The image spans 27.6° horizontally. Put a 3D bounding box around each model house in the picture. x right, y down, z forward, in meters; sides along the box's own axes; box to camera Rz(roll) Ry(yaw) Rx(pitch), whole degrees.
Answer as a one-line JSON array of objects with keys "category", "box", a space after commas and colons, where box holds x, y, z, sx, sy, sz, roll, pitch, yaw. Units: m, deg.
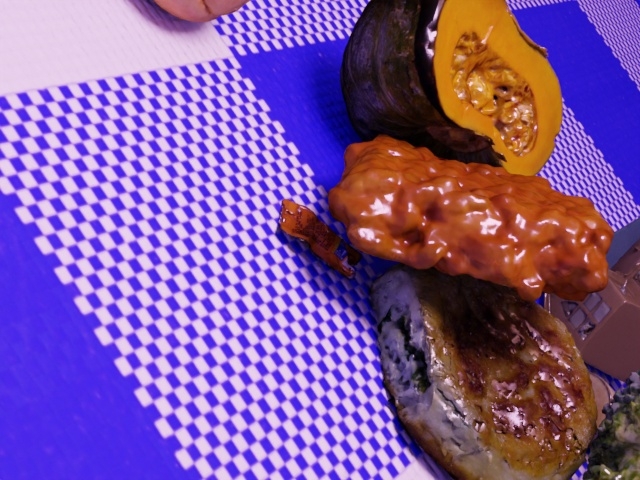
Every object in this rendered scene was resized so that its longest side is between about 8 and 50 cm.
[{"category": "model house", "box": [0.398, 0.054, 1.857, 0.181, 0.176, 0.248, 25, 23, -39]}]

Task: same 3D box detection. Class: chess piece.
[{"category": "chess piece", "box": [0.368, 0.236, 1.681, 0.200, 0.090, 0.090, 34, 32, -50]}]

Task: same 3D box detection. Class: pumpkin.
[{"category": "pumpkin", "box": [0.147, -0.218, 1.659, 0.325, 0.232, 0.242, 43, 67, -45]}]

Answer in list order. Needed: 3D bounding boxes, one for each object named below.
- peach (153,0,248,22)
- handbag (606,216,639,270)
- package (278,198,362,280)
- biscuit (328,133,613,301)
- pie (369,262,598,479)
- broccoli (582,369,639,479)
[{"category": "peach", "box": [-0.132, -0.334, 1.466, 0.184, 0.184, 0.184, 36, 33, -28]}, {"category": "handbag", "box": [0.519, 0.071, 1.967, 0.062, 0.179, 0.229, 12, 50, -51]}, {"category": "package", "box": [0.001, -0.001, 1.438, 0.110, 0.033, 0.077, 39, 41, -14]}, {"category": "biscuit", "box": [0.168, -0.028, 1.476, 0.312, 0.111, 0.318, 15, 12, 5]}, {"category": "pie", "box": [0.190, 0.148, 1.481, 0.288, 0.103, 0.355, 24, 40, -32]}, {"category": "broccoli", "box": [0.417, 0.309, 1.430, 0.317, 0.338, 0.277, 47, 7, 32]}]
